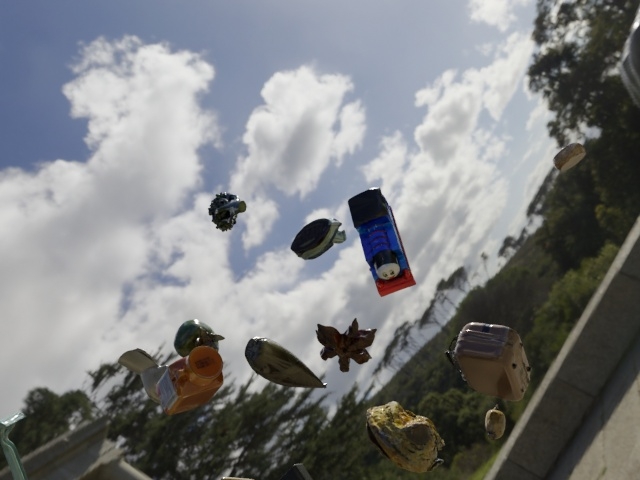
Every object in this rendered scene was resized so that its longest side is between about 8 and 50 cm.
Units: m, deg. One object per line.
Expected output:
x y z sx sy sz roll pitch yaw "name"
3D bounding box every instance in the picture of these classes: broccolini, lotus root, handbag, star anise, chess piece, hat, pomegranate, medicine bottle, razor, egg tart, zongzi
-0.195 -0.068 1.198 0.202 0.068 0.091 156 127 -74 "broccolini"
0.607 0.629 2.015 0.063 0.072 0.152 -43 12 40 "lotus root"
0.569 0.415 2.025 0.302 0.283 0.149 57 -131 -40 "handbag"
0.071 0.327 1.784 0.196 0.212 0.111 120 153 -46 "star anise"
0.643 -0.216 1.507 0.083 0.038 0.084 -25 -20 -10 "chess piece"
-0.604 0.484 2.031 0.219 0.225 0.164 109 168 -60 "hat"
-0.388 0.323 1.871 0.131 0.152 0.191 -61 13 -29 "pomegranate"
-0.365 0.397 1.669 0.149 0.112 0.222 -9 -30 -40 "medicine bottle"
-0.890 0.652 1.707 0.111 0.056 0.278 103 153 -88 "razor"
0.280 0.602 1.845 0.132 0.297 0.297 -60 -17 14 "egg tart"
-0.104 0.375 1.712 0.112 0.242 0.221 -63 -15 -14 "zongzi"

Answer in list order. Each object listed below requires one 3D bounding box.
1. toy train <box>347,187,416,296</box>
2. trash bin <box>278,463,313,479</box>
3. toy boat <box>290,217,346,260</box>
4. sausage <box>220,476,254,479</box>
0.127 0.003 1.223 0.131 0.082 0.204 54 -161 -51 "toy train"
-0.059 0.820 1.753 0.165 0.225 0.115 -41 -22 -4 "trash bin"
0.000 0.000 2.024 0.115 0.114 0.262 19 -36 -40 "toy boat"
-0.269 0.783 1.888 0.132 0.024 0.024 24 -86 -39 "sausage"
